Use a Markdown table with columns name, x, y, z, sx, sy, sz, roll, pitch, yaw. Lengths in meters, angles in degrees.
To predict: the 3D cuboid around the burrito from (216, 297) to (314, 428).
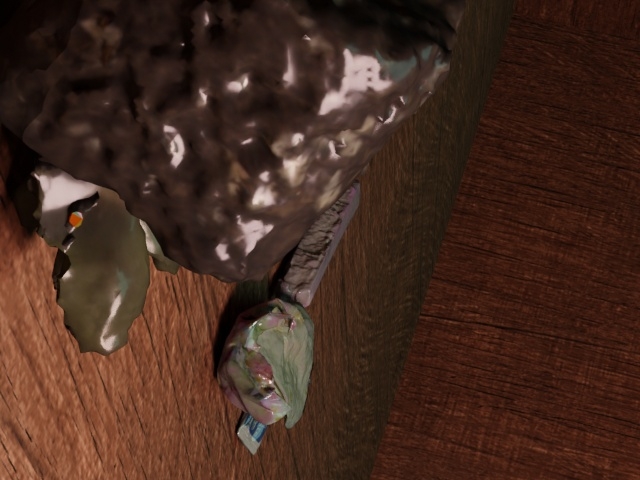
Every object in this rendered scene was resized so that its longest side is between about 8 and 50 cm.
| name | x | y | z | sx | sy | sz | roll | pitch | yaw |
| --- | --- | --- | --- | --- | --- | --- | --- | --- | --- |
| burrito | -0.057 | 0.126 | 1.594 | 0.229 | 0.089 | 0.144 | 44 | 46 | -79 |

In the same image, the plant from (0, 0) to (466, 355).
| name | x | y | z | sx | sy | sz | roll | pitch | yaw |
| --- | --- | --- | --- | --- | --- | --- | --- | --- | --- |
| plant | -0.082 | -0.084 | 0.863 | 0.312 | 0.213 | 0.215 | -39 | -167 | 35 |

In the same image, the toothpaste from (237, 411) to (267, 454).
| name | x | y | z | sx | sy | sz | roll | pitch | yaw |
| --- | --- | --- | --- | --- | --- | --- | --- | --- | --- |
| toothpaste | -0.055 | 0.157 | 1.789 | 0.057 | 0.035 | 0.197 | 63 | 41 | -51 |

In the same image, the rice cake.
| name | x | y | z | sx | sy | sz | roll | pitch | yaw |
| --- | --- | --- | --- | --- | --- | --- | --- | --- | --- |
| rice cake | -0.001 | 0.000 | 1.822 | 0.270 | 0.049 | 0.055 | -63 | 178 | -56 |
